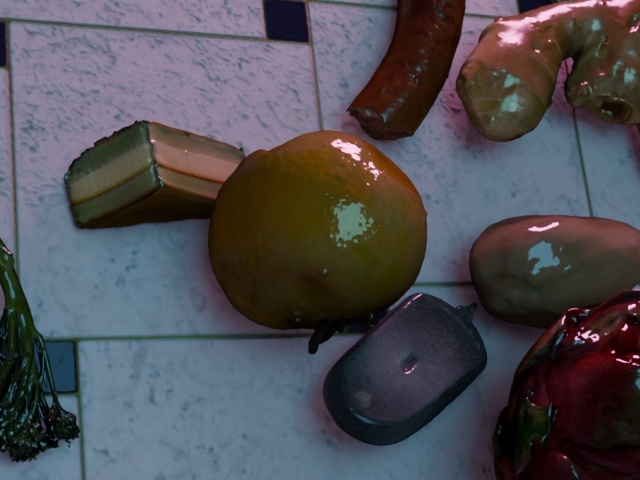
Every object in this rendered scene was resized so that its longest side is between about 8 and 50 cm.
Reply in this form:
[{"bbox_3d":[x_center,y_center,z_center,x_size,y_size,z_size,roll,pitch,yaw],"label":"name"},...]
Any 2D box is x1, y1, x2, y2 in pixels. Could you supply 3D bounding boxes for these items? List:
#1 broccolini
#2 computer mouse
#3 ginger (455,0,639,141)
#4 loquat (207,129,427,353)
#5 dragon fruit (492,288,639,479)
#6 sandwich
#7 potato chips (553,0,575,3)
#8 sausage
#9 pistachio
[{"bbox_3d":[-0.316,0.077,1.120,0.123,0.062,0.271,-21,87,-43],"label":"broccolini"},{"bbox_3d":[0.083,0.131,1.269,0.113,0.068,0.229,46,50,12],"label":"computer mouse"},{"bbox_3d":[0.334,-0.230,1.479,0.363,0.122,0.348,14,69,-11],"label":"ginger"},{"bbox_3d":[0.005,-0.002,1.201,0.213,0.213,0.213,7,70,-21],"label":"loquat"},{"bbox_3d":[0.321,0.201,1.208,0.329,0.329,0.329,7,70,-21],"label":"dragon fruit"},{"bbox_3d":[-0.158,-0.055,1.258,0.163,0.113,0.079,10,63,-57],"label":"sandwich"},{"bbox_3d":[0.290,-0.371,1.530,0.228,0.059,0.167,1,82,-36],"label":"potato chips"},{"bbox_3d":[0.106,-0.237,1.398,0.103,0.076,0.302,23,65,-15],"label":"sausage"},{"bbox_3d":[0.259,0.027,1.351,0.226,0.136,0.135,-6,75,-31],"label":"pistachio"}]
